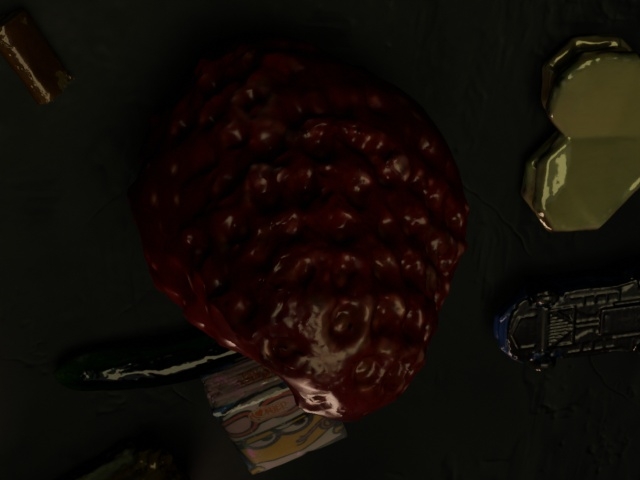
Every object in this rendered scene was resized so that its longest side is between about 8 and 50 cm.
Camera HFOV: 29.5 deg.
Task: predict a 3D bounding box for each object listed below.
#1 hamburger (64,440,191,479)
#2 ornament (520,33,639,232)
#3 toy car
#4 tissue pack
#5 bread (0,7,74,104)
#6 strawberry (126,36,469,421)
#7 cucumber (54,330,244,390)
[{"bbox_3d":[-0.206,0.345,1.264,0.288,0.168,0.192,-34,118,3],"label":"hamburger"},{"bbox_3d":[0.303,-0.107,1.244,0.180,0.059,0.201,-3,120,-15],"label":"ornament"},{"bbox_3d":[0.293,0.079,1.330,0.216,0.063,0.103,-6,117,-6],"label":"toy car"},{"bbox_3d":[-0.046,0.173,1.251,0.115,0.065,0.155,-23,146,-2],"label":"tissue pack"},{"bbox_3d":[-0.256,-0.161,1.065,0.036,0.047,0.083,-15,123,27],"label":"bread"},{"bbox_3d":[0.000,0.000,1.044,0.295,0.345,0.317,-22,120,-2],"label":"strawberry"},{"bbox_3d":[-0.128,0.115,1.238,0.284,0.056,0.056,-10,119,-7],"label":"cucumber"}]
